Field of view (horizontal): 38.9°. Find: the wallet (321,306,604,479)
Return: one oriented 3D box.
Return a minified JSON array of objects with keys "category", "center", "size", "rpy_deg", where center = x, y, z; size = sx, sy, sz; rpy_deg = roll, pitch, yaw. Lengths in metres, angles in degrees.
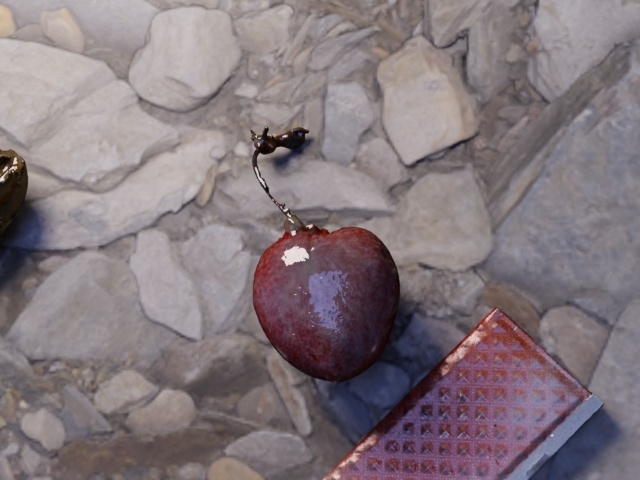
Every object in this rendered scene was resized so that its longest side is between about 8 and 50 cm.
[{"category":"wallet","center":[0.093,0.149,0.640],"size":[0.196,0.020,0.103],"rpy_deg":[-45,72,-3]}]

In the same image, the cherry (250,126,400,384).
[{"category":"cherry","center":[0.000,0.000,0.670],"size":[0.107,0.090,0.225],"rpy_deg":[-17,63,19]}]

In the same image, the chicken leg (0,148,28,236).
[{"category":"chicken leg","center":[-0.316,0.003,0.749],"size":[0.085,0.069,0.197],"rpy_deg":[33,90,-6]}]
